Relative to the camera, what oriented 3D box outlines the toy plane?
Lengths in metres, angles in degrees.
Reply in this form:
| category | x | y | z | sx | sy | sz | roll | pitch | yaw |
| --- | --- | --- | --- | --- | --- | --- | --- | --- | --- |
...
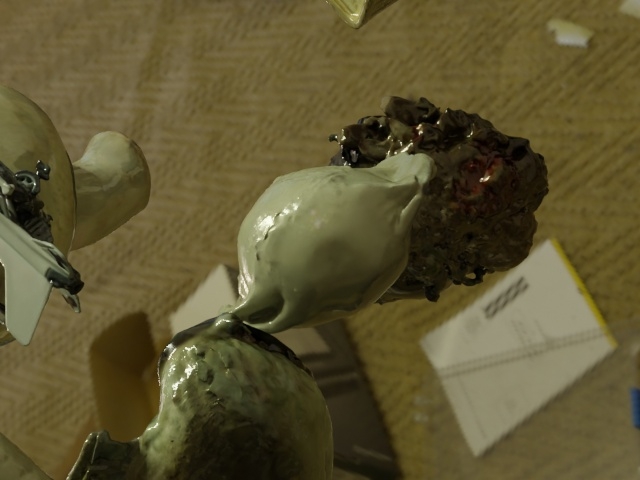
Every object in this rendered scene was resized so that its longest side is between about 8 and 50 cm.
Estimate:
| category | x | y | z | sx | sy | sz | roll | pitch | yaw |
| --- | --- | --- | --- | --- | --- | --- | --- | --- | --- |
| toy plane | -0.235 | -0.033 | 0.910 | 0.082 | 0.160 | 0.234 | -31 | 69 | -17 |

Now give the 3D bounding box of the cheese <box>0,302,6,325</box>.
| category | x | y | z | sx | sy | sz | roll | pitch | yaw |
| --- | --- | --- | --- | --- | --- | --- | --- | --- | --- |
| cheese | -0.354 | 0.021 | 1.207 | 0.036 | 0.162 | 0.086 | -49 | 6 | -22 |

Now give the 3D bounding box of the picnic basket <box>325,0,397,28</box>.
| category | x | y | z | sx | sy | sz | roll | pitch | yaw |
| --- | --- | --- | --- | --- | --- | --- | --- | --- | --- |
| picnic basket | 0.024 | -0.408 | 1.249 | 0.175 | 0.228 | 0.313 | -36 | 78 | -22 |

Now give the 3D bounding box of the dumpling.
| category | x | y | z | sx | sy | sz | roll | pitch | yaw |
| --- | --- | --- | --- | --- | --- | --- | --- | --- | --- |
| dumpling | 0.000 | 0.000 | 1.225 | 0.258 | 0.147 | 0.193 | -41 | 11 | -1 |

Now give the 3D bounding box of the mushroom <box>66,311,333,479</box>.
| category | x | y | z | sx | sy | sz | roll | pitch | yaw |
| --- | --- | --- | --- | --- | --- | --- | --- | --- | --- |
| mushroom | -0.109 | 0.239 | 1.106 | 0.344 | 0.247 | 0.130 | -57 | 42 | 6 |

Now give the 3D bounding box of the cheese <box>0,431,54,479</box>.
| category | x | y | z | sx | sy | sz | roll | pitch | yaw |
| --- | --- | --- | --- | --- | --- | --- | --- | --- | --- |
| cheese | -0.138 | 0.166 | 0.684 | 0.065 | 0.194 | 0.043 | -42 | 7 | 45 |

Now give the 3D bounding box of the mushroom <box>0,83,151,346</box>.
| category | x | y | z | sx | sy | sz | roll | pitch | yaw |
| --- | --- | --- | --- | --- | --- | --- | --- | --- | --- |
| mushroom | -0.390 | -0.056 | 1.488 | 0.315 | 0.315 | 0.356 | 9 | 58 | 48 |

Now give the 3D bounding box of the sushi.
| category | x | y | z | sx | sy | sz | roll | pitch | yaw |
| --- | --- | --- | --- | --- | --- | --- | --- | --- | --- |
| sushi | 0.128 | -0.042 | 1.424 | 0.218 | 0.238 | 0.225 | -7 | 85 | 58 |
